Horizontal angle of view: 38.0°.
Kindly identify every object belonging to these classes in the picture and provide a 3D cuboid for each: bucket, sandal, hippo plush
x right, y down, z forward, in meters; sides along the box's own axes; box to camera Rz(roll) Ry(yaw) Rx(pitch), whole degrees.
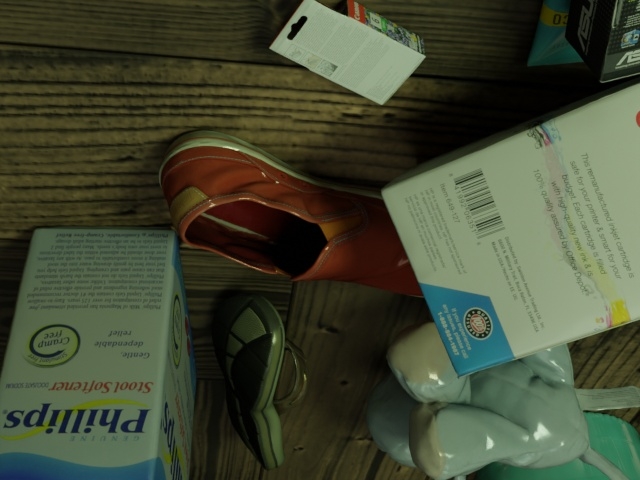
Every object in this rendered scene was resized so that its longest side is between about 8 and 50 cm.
[{"bbox_3d":[0.347,0.376,1.288,0.281,0.183,0.281,-2,140,-1],"label":"bucket"},{"bbox_3d":[-0.062,0.158,1.083,0.086,0.120,0.303,-24,145,-19],"label":"sandal"},{"bbox_3d":[0.181,0.169,1.062,0.294,0.234,0.236,12,162,-16],"label":"hippo plush"}]

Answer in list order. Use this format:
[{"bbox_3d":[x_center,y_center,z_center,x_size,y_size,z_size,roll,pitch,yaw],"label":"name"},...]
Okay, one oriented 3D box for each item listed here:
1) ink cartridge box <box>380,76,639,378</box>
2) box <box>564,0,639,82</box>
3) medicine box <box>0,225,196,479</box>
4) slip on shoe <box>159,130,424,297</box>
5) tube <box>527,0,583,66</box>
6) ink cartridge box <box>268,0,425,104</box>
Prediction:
[{"bbox_3d":[0.202,-0.020,0.782,0.232,0.168,0.171,-21,95,20],"label":"ink cartridge box"},{"bbox_3d":[0.313,-0.234,0.623,0.270,0.060,0.216,-15,139,-7],"label":"box"},{"bbox_3d":[-0.215,0.176,0.937,0.149,0.289,0.263,-1,140,-2],"label":"medicine box"},{"bbox_3d":[0.000,0.000,0.892,0.331,0.101,0.123,20,133,-27],"label":"slip on shoe"},{"bbox_3d":[0.206,-0.213,0.700,0.080,0.052,0.207,-1,144,6],"label":"tube"},{"bbox_3d":[0.022,-0.161,0.759,0.115,0.029,0.063,22,134,-25],"label":"ink cartridge box"}]
